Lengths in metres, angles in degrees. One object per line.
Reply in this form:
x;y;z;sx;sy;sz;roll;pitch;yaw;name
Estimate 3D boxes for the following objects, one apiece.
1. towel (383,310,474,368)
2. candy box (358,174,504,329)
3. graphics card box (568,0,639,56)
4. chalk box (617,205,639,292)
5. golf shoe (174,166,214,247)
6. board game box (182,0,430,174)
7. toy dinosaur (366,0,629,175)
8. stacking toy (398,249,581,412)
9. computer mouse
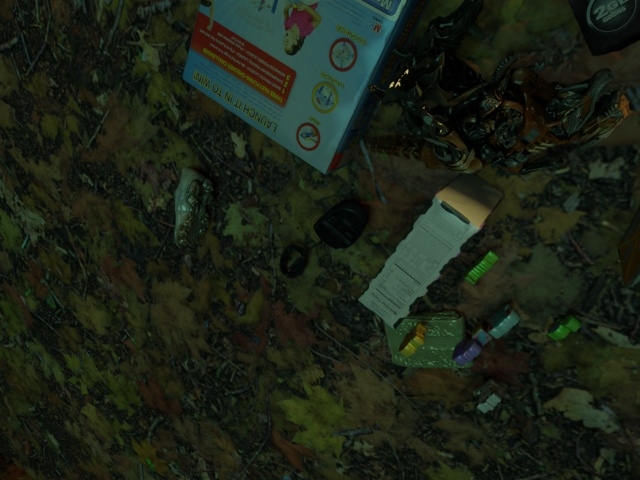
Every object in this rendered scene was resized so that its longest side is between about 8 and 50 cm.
0.183;0.174;0.773;0.148;0.027;0.110;-8;106;33;towel
0.157;0.010;0.634;0.070;0.165;0.196;39;125;13;candy box
0.291;-0.389;0.384;0.233;0.094;0.370;-22;94;51;graphics card box
0.466;0.013;0.478;0.213;0.132;0.132;22;118;20;chalk box
-0.272;-0.069;0.927;0.086;0.069;0.176;45;125;31;golf shoe
-0.034;-0.309;0.661;0.308;0.086;0.302;36;124;13;board game box
0.179;-0.148;0.561;0.322;0.164;0.218;-23;126;36;toy dinosaur
0.251;0.146;0.683;0.167;0.052;0.221;37;117;2;stacking toy
0.000;0.000;0.807;0.071;0.041;0.242;42;132;-12;computer mouse
